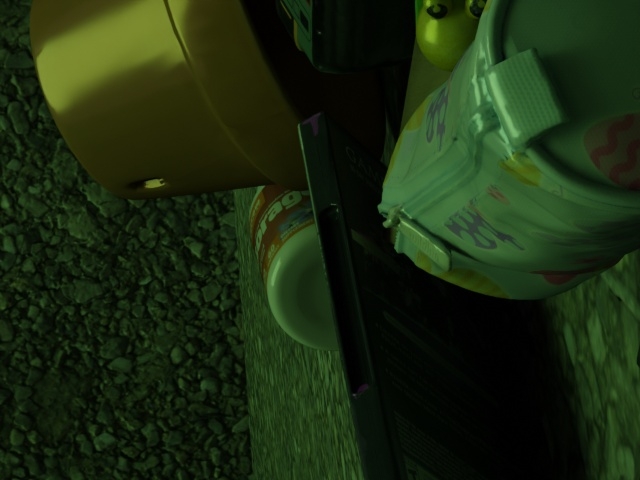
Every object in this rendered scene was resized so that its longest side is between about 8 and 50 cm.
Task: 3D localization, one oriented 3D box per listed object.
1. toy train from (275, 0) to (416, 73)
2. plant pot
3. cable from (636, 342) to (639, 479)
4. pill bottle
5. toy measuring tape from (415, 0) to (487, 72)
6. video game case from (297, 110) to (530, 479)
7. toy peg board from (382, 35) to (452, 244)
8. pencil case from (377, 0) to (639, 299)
[{"bbox_3d":[0.018,-0.275,1.265,0.190,0.142,0.334,-121,25,-46],"label":"toy train"},{"bbox_3d":[-0.100,-0.158,1.523,0.291,0.203,0.291,54,-155,-39],"label":"plant pot"},{"bbox_3d":[0.163,0.095,0.721,0.150,0.047,0.184,-109,17,-44],"label":"cable"},{"bbox_3d":[0.000,0.000,1.654,0.216,0.121,0.121,-111,17,-65],"label":"pill bottle"},{"bbox_3d":[0.069,-0.243,0.942,0.121,0.121,0.330,103,169,-70],"label":"toy measuring tape"},{"bbox_3d":[0.066,0.074,1.141,0.196,0.026,0.274,39,-150,-46],"label":"video game case"},{"bbox_3d":[0.096,-0.069,1.055,0.161,0.079,0.161,-155,75,-83],"label":"toy peg board"},{"bbox_3d":[0.098,-0.045,0.768,0.273,0.124,0.113,127,137,-79],"label":"pencil case"}]
